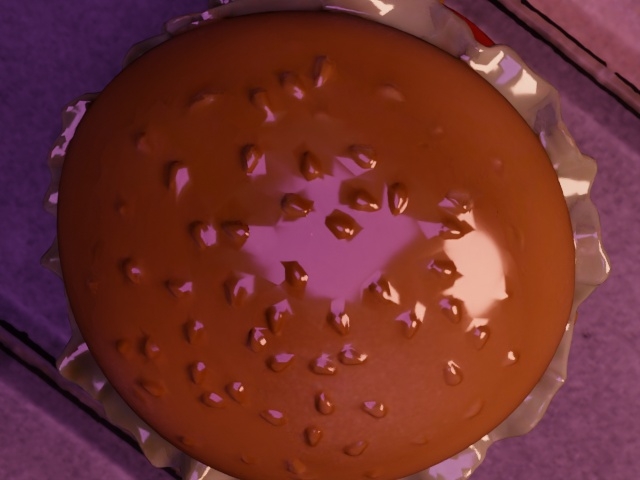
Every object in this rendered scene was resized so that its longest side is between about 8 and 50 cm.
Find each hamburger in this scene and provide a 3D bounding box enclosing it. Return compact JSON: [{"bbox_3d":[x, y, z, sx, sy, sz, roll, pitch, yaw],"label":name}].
[{"bbox_3d":[0.000,0.000,0.652,0.274,0.212,0.274,1,101,3],"label":"hamburger"}]
